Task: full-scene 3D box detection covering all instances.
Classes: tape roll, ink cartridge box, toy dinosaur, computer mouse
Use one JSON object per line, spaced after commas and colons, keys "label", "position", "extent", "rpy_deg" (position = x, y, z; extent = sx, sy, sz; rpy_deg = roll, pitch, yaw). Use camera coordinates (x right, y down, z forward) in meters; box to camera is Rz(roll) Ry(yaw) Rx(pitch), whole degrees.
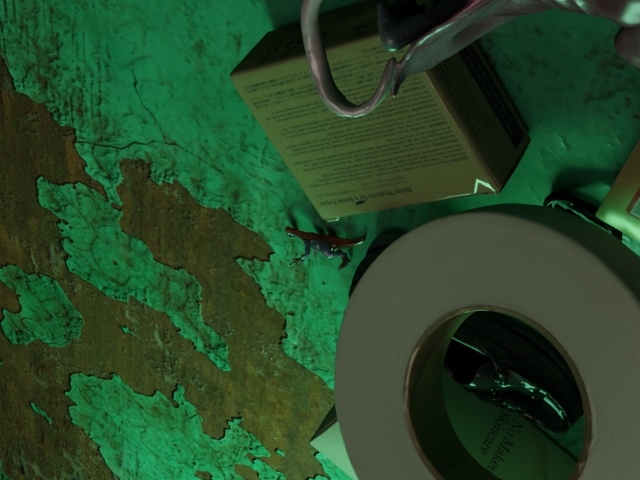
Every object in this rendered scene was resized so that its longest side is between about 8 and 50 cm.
{"label": "tape roll", "position": [0.186, 0.159, 1.425], "extent": [0.392, 0.072, 0.392], "rpy_deg": [7, 102, 36]}
{"label": "ink cartridge box", "position": [0.056, -0.129, 1.420], "extent": [0.234, 0.088, 0.193], "rpy_deg": [-8, 125, 43]}
{"label": "toy dinosaur", "position": [0.000, 0.000, 1.660], "extent": [0.082, 0.047, 0.090], "rpy_deg": [42, 110, 8]}
{"label": "computer mouse", "position": [0.319, 0.029, 1.425], "extent": [0.242, 0.041, 0.071], "rpy_deg": [41, 145, 5]}

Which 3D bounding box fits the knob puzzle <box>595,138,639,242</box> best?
{"label": "knob puzzle", "position": [0.367, -0.034, 1.318], "extent": [0.213, 0.030, 0.213], "rpy_deg": [22, 140, 20]}

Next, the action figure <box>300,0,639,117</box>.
{"label": "action figure", "position": [0.181, -0.228, 1.085], "extent": [0.370, 0.275, 0.248], "rpy_deg": [17, 134, 46]}

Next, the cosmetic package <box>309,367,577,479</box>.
{"label": "cosmetic package", "position": [0.160, 0.259, 1.688], "extent": [0.309, 0.160, 0.113], "rpy_deg": [39, 143, -3]}

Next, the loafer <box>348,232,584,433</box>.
{"label": "loafer", "position": [0.155, 0.121, 1.597], "extent": [0.302, 0.095, 0.109], "rpy_deg": [40, 143, -4]}
